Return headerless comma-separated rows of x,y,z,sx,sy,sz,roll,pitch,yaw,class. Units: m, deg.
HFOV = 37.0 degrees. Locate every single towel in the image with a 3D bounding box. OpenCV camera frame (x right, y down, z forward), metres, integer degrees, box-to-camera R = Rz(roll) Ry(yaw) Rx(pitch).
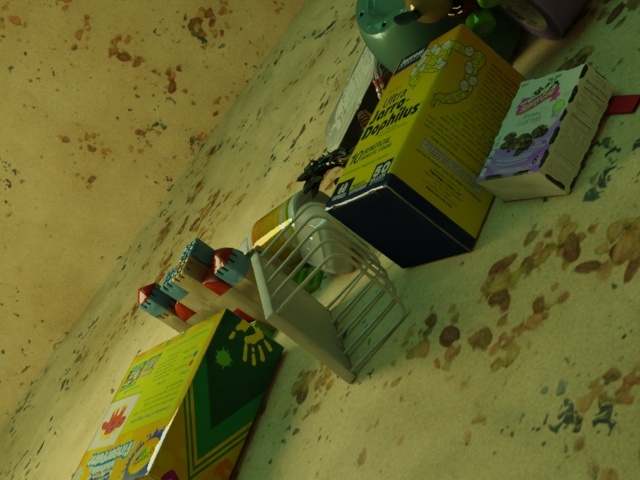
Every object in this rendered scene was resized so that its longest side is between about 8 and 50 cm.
0.151,-0.293,2.025,0.029,0.197,0.144,-14,34,14,towel

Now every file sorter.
0.014,0.078,1.696,0.173,0.193,0.278,-47,21,10,file sorter

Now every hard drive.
0.108,-0.357,2.254,0.237,0.064,0.339,-95,29,-62,hard drive

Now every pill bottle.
-0.074,-0.006,2.105,0.245,0.136,0.136,-32,29,46,pill bottle

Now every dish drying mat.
0.449,-0.204,1.438,0.032,0.008,0.083,-57,21,-7,dish drying mat

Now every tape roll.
0.381,-0.449,1.726,0.080,0.189,0.189,-54,20,2,tape roll

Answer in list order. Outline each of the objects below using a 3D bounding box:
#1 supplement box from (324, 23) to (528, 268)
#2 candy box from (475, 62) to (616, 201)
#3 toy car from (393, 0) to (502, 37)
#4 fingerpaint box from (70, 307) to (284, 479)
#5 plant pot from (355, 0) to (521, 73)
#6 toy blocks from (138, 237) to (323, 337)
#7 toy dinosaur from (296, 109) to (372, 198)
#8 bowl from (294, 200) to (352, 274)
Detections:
0.195,-0.160,1.664,0.194,0.195,0.356,-20,38,57,supplement box
0.349,-0.165,1.495,0.196,0.070,0.165,-63,21,-14,candy box
0.201,-0.436,1.670,0.149,0.188,0.155,97,155,-61,toy car
-0.305,0.381,1.954,0.445,0.163,0.371,-30,30,49,fingerpaint box
0.213,-0.447,1.899,0.293,0.235,0.293,-27,54,44,plant pot
-0.217,0.110,2.056,0.381,0.261,0.191,-35,27,42,toy blocks
0.096,-0.143,1.965,0.218,0.164,0.322,-30,18,30,toy dinosaur
0.000,0.000,1.904,0.053,0.142,0.142,-23,23,-28,bowl
